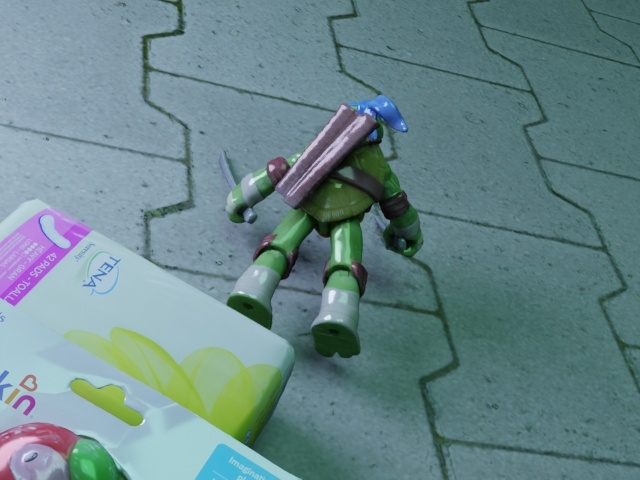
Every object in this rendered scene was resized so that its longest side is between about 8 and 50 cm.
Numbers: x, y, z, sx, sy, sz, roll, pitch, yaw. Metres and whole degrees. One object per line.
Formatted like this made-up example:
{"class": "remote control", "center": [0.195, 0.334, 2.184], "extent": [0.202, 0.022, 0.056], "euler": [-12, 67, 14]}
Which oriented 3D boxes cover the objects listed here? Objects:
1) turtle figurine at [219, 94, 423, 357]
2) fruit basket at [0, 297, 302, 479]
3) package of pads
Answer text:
{"class": "turtle figurine", "center": [0.000, 0.000, 1.157], "extent": [0.198, 0.275, 0.266], "euler": [36, 53, -23]}
{"class": "fruit basket", "center": [-0.225, 0.204, 0.689], "extent": [0.327, 0.165, 0.353], "euler": [31, 57, 7]}
{"class": "package of pads", "center": [-0.191, 0.110, 0.915], "extent": [0.296, 0.101, 0.229], "euler": [30, 38, 5]}
